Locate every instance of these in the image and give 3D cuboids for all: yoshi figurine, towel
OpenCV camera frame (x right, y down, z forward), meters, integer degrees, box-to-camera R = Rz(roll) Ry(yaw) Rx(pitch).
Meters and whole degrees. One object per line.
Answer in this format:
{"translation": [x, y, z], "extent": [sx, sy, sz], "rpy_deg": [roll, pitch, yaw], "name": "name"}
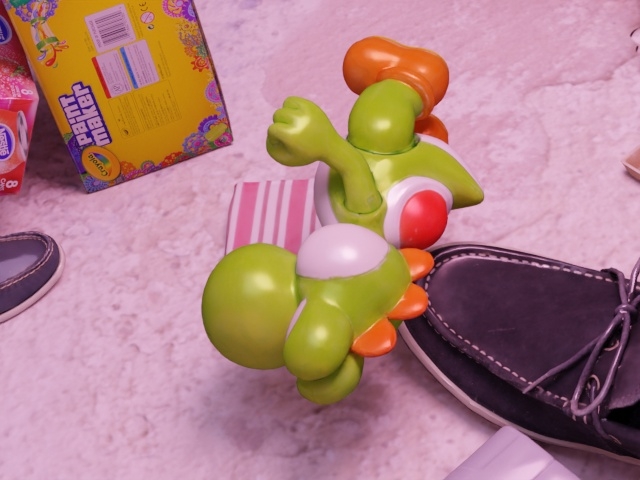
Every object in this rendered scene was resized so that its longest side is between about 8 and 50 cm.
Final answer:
{"translation": [0.000, -0.015, 1.273], "extent": [0.203, 0.203, 0.362], "rpy_deg": [36, 48, -17], "name": "yoshi figurine"}
{"translation": [0.000, 0.000, 1.410], "extent": [0.197, 0.029, 0.144], "rpy_deg": [-2, 53, 11], "name": "towel"}

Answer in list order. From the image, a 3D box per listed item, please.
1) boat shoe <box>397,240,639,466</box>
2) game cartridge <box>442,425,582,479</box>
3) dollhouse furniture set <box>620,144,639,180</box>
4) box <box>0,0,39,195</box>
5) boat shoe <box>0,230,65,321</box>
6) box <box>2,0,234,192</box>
{"translation": [0.275, 0.107, 1.181], "extent": [0.500, 0.156, 0.187], "rpy_deg": [27, 62, 31], "name": "boat shoe"}
{"translation": [0.184, 0.296, 1.107], "extent": [0.198, 0.062, 0.297], "rpy_deg": [-36, 53, -23], "name": "game cartridge"}
{"translation": [0.329, -0.061, 1.356], "extent": [0.091, 0.081, 0.114], "rpy_deg": [-37, 53, -19], "name": "dollhouse furniture set"}
{"translation": [-0.383, -0.174, 1.468], "extent": [0.122, 0.128, 0.257], "rpy_deg": [0, 41, -25], "name": "box"}
{"translation": [-0.386, 0.041, 1.417], "extent": [0.254, 0.079, 0.095], "rpy_deg": [-16, 49, -2], "name": "boat shoe"}
{"translation": [-0.238, -0.264, 1.505], "extent": [0.177, 0.290, 0.279], "rpy_deg": [-20, 49, -5], "name": "box"}
